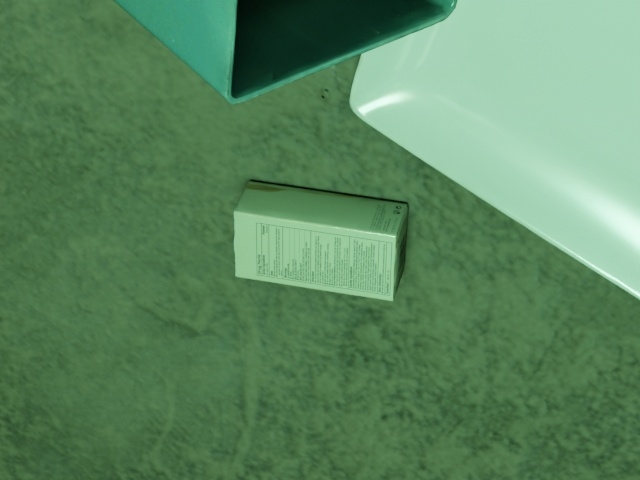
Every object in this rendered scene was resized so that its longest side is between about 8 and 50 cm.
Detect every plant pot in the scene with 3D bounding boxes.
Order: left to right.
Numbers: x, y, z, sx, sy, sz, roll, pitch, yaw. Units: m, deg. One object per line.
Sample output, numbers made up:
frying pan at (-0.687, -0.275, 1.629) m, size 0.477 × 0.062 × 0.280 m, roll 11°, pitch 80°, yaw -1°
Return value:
plant pot at (-0.056, -0.217, 0.906) m, size 0.234 × 0.165 × 0.166 m, roll 36°, pitch 137°, yaw 35°

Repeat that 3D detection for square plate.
square plate at (0.197, -0.103, 0.940) m, size 0.347 × 0.049 × 0.344 m, roll 34°, pitch 145°, yaw 12°

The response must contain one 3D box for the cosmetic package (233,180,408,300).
cosmetic package at (0.000, 0.000, 1.157) m, size 0.115 × 0.041 × 0.060 m, roll 10°, pitch 128°, yaw 10°
